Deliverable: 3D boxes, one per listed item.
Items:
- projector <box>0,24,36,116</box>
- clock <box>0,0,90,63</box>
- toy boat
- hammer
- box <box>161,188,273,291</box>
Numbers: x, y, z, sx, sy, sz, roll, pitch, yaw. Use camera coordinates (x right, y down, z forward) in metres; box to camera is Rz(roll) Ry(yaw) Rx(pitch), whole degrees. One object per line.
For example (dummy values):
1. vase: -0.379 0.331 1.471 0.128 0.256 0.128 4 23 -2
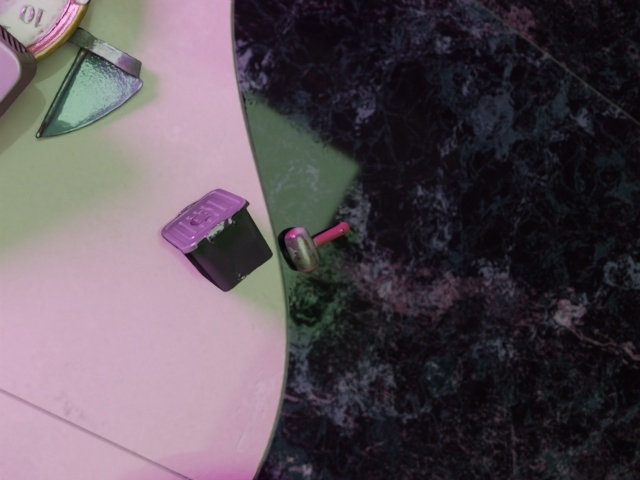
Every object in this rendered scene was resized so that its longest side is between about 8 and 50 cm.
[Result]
1. projector: -0.433 -0.153 0.694 0.257 0.079 0.259 43 101 -13
2. clock: -0.340 -0.276 0.760 0.237 0.057 0.237 -1 94 -14
3. toy boat: -0.248 -0.152 0.811 0.096 0.034 0.122 27 91 -16
4. hammer: 0.000 0.000 0.890 0.083 0.031 0.052 -27 101 -26
5. box: -0.106 0.000 0.810 0.084 0.122 0.069 -40 113 -12
